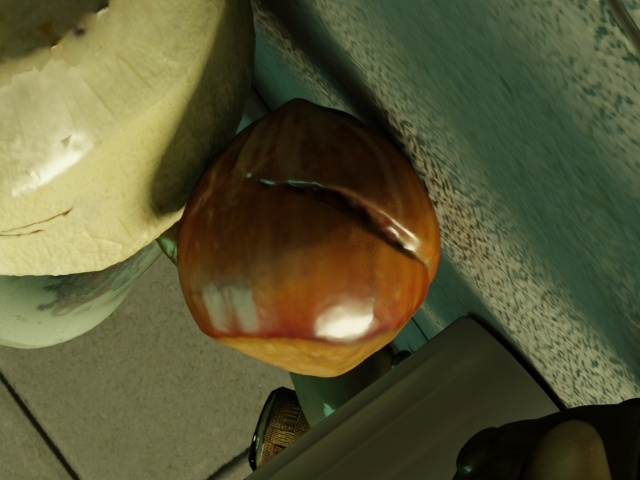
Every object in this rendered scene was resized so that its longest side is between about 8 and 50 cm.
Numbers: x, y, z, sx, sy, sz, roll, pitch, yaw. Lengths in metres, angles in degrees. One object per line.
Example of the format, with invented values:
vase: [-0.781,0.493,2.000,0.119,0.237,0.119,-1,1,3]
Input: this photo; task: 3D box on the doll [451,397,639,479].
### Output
doll: [0.199,0.228,0.961,0.339,0.209,0.318,49,140,23]

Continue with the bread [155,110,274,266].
bread: [-0.048,-0.005,1.609,0.143,0.158,0.149,47,171,16]

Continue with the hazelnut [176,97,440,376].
hazelnut: [0.000,0.000,1.255,0.182,0.182,0.182,53,174,8]

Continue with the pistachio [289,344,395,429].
pistachio: [0.028,0.155,2.060,0.185,0.124,0.124,49,172,39]

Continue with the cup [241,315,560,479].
cup: [0.073,0.276,1.417,0.322,0.327,0.237,53,174,-4]

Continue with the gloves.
gloves: [0.080,0.268,2.133,0.331,0.141,0.154,25,175,8]

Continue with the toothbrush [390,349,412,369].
toothbrush: [0.147,0.222,1.977,0.030,0.030,0.297,29,156,53]

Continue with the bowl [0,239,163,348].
bowl: [-0.216,-0.135,1.658,0.435,0.196,0.434,26,-123,-47]

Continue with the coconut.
coconut: [-0.220,-0.144,1.301,0.346,0.346,0.360,52,168,15]
